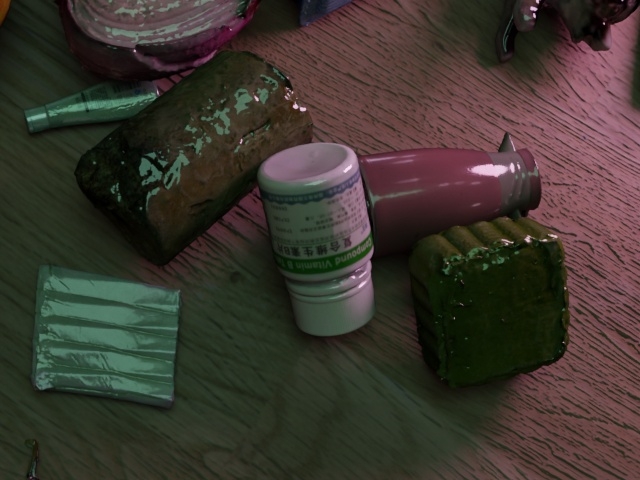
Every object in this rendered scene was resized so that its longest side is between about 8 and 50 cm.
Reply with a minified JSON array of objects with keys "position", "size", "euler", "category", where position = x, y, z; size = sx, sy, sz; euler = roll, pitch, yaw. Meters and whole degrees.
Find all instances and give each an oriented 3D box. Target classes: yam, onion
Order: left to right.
[{"position":[-0.200,-0.337,1.882],"size":[0.349,0.159,0.267],"euler":[0,67,-4],"category":"onion"},{"position":[-0.175,-0.115,1.808],"size":[0.300,0.195,0.195],"euler":[-41,83,-18],"category":"yam"}]

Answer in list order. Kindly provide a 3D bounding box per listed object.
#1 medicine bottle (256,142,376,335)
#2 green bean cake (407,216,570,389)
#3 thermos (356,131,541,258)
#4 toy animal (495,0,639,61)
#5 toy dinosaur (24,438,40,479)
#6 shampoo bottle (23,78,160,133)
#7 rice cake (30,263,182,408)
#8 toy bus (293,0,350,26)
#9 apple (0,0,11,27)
[{"position":[0.000,0.000,1.777],"size":[0.139,0.139,0.236],"euler":[-16,117,-12],"category":"medicine bottle"},{"position":[0.232,0.084,1.809],"size":[0.200,0.113,0.214],"euler":[-13,110,-8],"category":"green bean cake"},{"position":[0.180,-0.053,1.870],"size":[0.265,0.146,0.176],"euler":[-9,89,-12],"category":"thermos"},{"position":[0.395,-0.449,1.987],"size":[0.303,0.194,0.344],"euler":[-10,81,-5],"category":"toy animal"},{"position":[-0.372,0.347,1.728],"size":[0.058,0.037,0.180],"euler":[-19,76,-8],"category":"toy dinosaur"},{"position":[-0.325,-0.191,1.889],"size":[0.191,0.041,0.069],"euler":[-16,78,-12],"category":"shampoo bottle"},{"position":[-0.289,0.130,1.802],"size":[0.198,0.037,0.189],"euler":[4,73,-6],"category":"rice cake"},{"position":[0.062,-0.474,1.969],"size":[0.312,0.152,0.190],"euler":[-30,79,-15],"category":"toy bus"},{"position":[-0.572,-0.373,1.773],"size":[0.340,0.339,0.339],"euler":[2,74,-7],"category":"apple"}]
